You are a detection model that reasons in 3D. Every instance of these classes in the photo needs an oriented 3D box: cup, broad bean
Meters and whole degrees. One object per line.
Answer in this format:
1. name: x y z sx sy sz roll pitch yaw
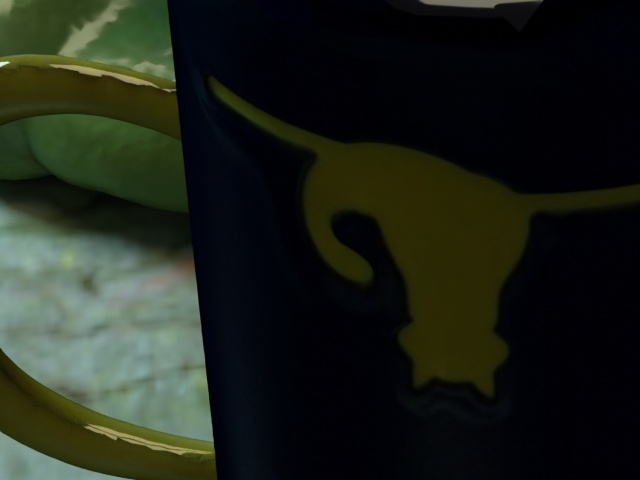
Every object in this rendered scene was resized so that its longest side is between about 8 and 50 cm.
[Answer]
1. cup: 0.009 0.012 0.466 0.255 0.256 0.178 -11 38 -7
2. broad bean: -0.053 -0.078 0.729 0.228 0.100 0.169 18 44 13
